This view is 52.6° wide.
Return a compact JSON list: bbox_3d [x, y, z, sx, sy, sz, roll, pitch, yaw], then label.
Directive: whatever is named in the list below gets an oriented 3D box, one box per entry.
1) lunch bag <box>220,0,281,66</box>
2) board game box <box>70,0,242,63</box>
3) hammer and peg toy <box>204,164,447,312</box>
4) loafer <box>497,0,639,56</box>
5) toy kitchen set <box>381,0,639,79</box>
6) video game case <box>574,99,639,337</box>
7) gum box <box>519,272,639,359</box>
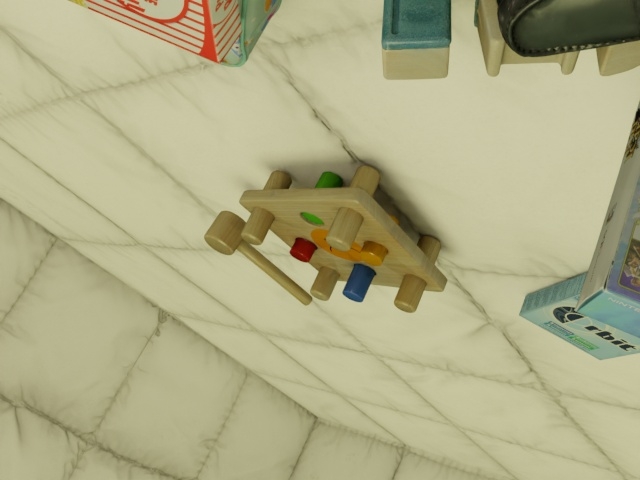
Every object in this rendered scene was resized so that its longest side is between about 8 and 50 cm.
[{"bbox_3d":[-0.137,-0.297,0.567,0.224,0.108,0.279,27,158,3],"label":"lunch bag"},{"bbox_3d":[-0.161,-0.238,0.518,0.193,0.045,0.147,24,157,9],"label":"board game box"},{"bbox_3d":[0.000,0.000,1.044,0.361,0.127,0.266,2,149,45],"label":"hammer and peg toy"},{"bbox_3d":[0.211,-0.151,0.365,0.223,0.078,0.076,-13,147,31],"label":"loafer"},{"bbox_3d":[0.148,-0.219,0.466,0.207,0.122,0.166,1,152,8],"label":"toy kitchen set"},{"bbox_3d":[0.358,-0.006,0.481,0.270,0.244,0.061,23,158,9],"label":"video game case"},{"bbox_3d":[0.412,0.113,0.953,0.157,0.041,0.184,29,158,-5],"label":"gum box"}]
